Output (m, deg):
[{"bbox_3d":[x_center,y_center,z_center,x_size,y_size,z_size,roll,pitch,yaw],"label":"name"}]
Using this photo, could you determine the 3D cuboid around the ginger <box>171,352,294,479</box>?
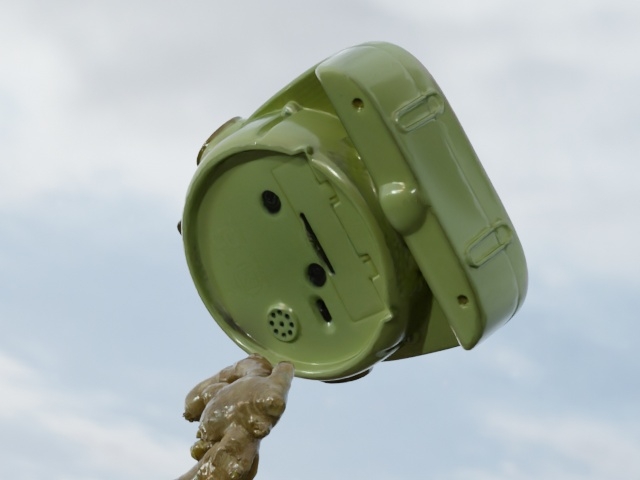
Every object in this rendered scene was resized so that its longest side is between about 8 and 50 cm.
[{"bbox_3d":[-0.085,0.161,1.323,0.052,0.193,0.176,31,-59,-25],"label":"ginger"}]

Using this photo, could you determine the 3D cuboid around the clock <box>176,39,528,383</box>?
[{"bbox_3d":[0.000,0.000,1.677,0.348,0.117,0.286,-25,-85,41],"label":"clock"}]
